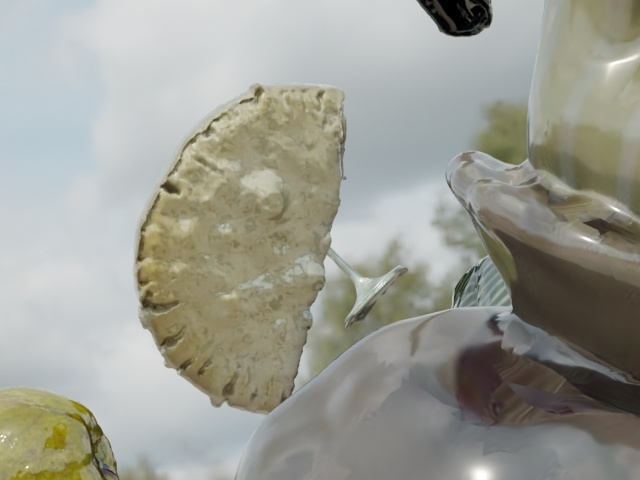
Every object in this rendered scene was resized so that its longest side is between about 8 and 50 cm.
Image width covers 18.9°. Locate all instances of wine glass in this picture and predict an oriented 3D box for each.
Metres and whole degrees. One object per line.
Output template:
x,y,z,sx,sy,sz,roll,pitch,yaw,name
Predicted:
0.000,0.000,2.068,0.122,0.183,0.122,-46,-6,-6,wine glass

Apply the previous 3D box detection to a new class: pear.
-0.202,0.171,1.244,0.162,0.149,0.149,-29,-19,21,pear

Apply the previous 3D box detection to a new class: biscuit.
-0.068,0.011,1.541,0.179,0.281,0.084,0,15,-31,biscuit

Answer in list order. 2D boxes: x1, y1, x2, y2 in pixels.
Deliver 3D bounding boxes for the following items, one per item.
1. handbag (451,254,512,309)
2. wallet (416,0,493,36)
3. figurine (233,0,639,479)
0.212,0.148,1.006,0.340,0.240,0.247,43,-48,-21,handbag
0.030,-0.289,1.096,0.046,0.379,0.191,-28,-50,21,wallet
0.087,0.071,0.675,0.248,0.381,0.203,26,20,36,figurine
